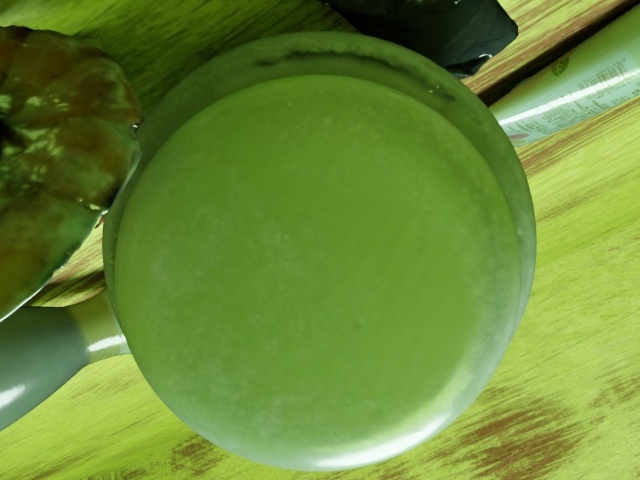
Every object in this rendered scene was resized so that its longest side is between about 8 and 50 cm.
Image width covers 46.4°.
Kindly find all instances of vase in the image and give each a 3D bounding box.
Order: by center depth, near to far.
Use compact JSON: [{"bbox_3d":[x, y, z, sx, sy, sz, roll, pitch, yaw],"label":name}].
[{"bbox_3d":[-0.356,0.135,0.898,0.321,0.173,0.173,-21,165,-30],"label":"vase"}]

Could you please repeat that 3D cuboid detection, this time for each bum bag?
[{"bbox_3d":[0.078,-0.187,0.604,0.123,0.059,0.248,-26,161,24],"label":"bum bag"}]

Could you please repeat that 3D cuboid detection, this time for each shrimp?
[{"bbox_3d":[-0.273,-0.020,0.396,0.365,0.233,0.071,-19,144,-11],"label":"shrimp"}]

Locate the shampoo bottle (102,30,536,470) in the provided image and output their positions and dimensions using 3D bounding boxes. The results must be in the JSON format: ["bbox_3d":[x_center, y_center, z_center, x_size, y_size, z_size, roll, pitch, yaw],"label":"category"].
[{"bbox_3d":[0.000,0.000,0.596,0.323,0.322,0.317,-25,-168,8],"label":"shampoo bottle"}]

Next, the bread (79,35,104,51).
[{"bbox_3d":[-0.253,-0.079,0.530,0.226,0.049,0.088,-19,165,-13],"label":"bread"}]

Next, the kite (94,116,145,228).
[{"bbox_3d":[-0.176,-0.059,0.670,0.141,0.015,0.245,-45,-176,-36],"label":"kite"}]

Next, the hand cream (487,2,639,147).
[{"bbox_3d":[0.313,-0.183,0.868,0.306,0.093,0.147,-31,160,32],"label":"hand cream"}]
